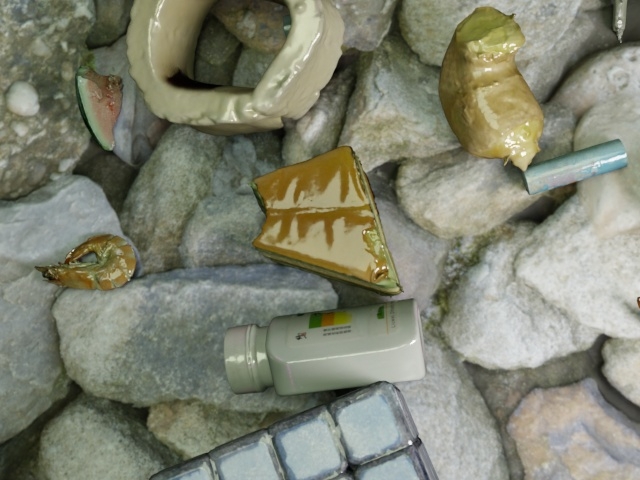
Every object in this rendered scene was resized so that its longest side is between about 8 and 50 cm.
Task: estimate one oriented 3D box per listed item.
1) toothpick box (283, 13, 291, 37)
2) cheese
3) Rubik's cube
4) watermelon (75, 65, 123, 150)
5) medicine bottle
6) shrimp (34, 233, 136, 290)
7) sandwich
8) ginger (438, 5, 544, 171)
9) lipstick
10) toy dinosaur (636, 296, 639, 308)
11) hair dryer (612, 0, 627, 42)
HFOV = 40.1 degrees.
[{"bbox_3d":[-0.018,-0.367,1.497,0.083,0.052,0.052,-9,78,8],"label":"toothpick box"},{"bbox_3d":[-0.135,-0.315,1.425,0.332,0.153,0.292,11,94,21],"label":"cheese"},{"bbox_3d":[0.015,0.408,1.195,0.344,0.344,0.337,-22,77,3],"label":"Rubik's cube"},{"bbox_3d":[-0.391,-0.235,1.525,0.080,0.101,0.155,2,89,-2],"label":"watermelon"},{"bbox_3d":[0.008,0.164,1.335,0.296,0.161,0.111,-9,110,9],"label":"medicine bottle"},{"bbox_3d":[-0.399,0.039,1.488,0.180,0.041,0.099,-5,78,9],"label":"shrimp"},{"bbox_3d":[0.000,0.000,1.373,0.198,0.155,0.227,-19,77,7],"label":"sandwich"},{"bbox_3d":[0.264,-0.233,1.382,0.138,0.152,0.267,-18,94,-21],"label":"ginger"},{"bbox_3d":[0.399,-0.115,1.383,0.158,0.048,0.048,-17,77,6],"label":"lipstick"},{"bbox_3d":[0.666,0.216,1.256,0.208,0.097,0.432,-33,72,12],"label":"toy dinosaur"},{"bbox_3d":[0.486,-0.501,1.412,0.107,0.173,0.357,5,99,15],"label":"hair dryer"}]
